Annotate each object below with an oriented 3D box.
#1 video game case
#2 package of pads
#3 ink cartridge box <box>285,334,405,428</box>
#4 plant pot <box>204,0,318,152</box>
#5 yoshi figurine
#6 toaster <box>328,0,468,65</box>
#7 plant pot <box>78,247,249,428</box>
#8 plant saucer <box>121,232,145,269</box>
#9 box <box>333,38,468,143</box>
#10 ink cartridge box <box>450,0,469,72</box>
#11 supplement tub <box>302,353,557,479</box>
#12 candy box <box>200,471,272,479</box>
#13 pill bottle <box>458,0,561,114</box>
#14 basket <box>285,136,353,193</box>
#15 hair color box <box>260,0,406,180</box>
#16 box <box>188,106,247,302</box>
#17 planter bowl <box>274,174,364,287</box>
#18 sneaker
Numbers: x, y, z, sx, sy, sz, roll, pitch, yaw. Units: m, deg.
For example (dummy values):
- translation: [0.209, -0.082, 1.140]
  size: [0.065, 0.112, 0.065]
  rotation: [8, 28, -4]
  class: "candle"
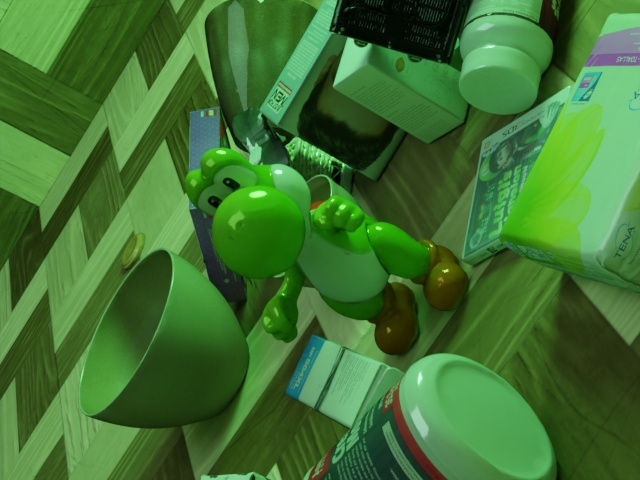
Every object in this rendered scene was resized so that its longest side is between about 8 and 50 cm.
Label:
- translation: [0.246, -0.079, 1.828]
  size: [0.173, 0.022, 0.190]
  rotation: [-33, 36, 50]
  class: "video game case"
- translation: [0.333, -0.097, 1.565]
  size: [0.296, 0.101, 0.229]
  rotation: [-64, 21, -3]
  class: "package of pads"
- translation: [0.070, 0.191, 1.733]
  size: [0.086, 0.148, 0.203]
  rotation: [-63, 22, -4]
  class: "ink cartridge box"
- translation: [-0.095, -0.272, 2.572]
  size: [0.215, 0.215, 0.230]
  rotation: [-32, 51, 50]
  class: "plant pot"
- translation: [-0.004, 0.022, 1.802]
  size: [0.203, 0.362, 0.203]
  rotation: [-1, 62, 64]
  class: "yoshi figurine"
- translation: [0.109, -0.333, 1.944]
  size: [0.110, 0.168, 0.185]
  rotation: [-87, 11, -83]
  class: "toaster"
- translation: [-0.224, 0.178, 2.311]
  size: [0.284, 0.191, 0.284]
  rotation: [-47, 26, 33]
  class: "plant pot"
- translation: [-0.388, 0.021, 3.064]
  size: [0.083, 0.013, 0.083]
  rotation: [-46, 27, 32]
  class: "plant saucer"
- translation: [0.122, -0.239, 2.076]
  size: [0.091, 0.170, 0.130]
  rotation: [-30, 38, 53]
  class: "box"
- translation: [0.202, -0.364, 2.048]
  size: [0.056, 0.171, 0.235]
  rotation: [-11, 55, 62]
  class: "ink cartridge box"
- translation: [0.095, 0.266, 1.542]
  size: [0.272, 0.191, 0.191]
  rotation: [-49, 26, 28]
  class: "supplement tub"
- translation: [-0.130, 0.417, 2.001]
  size: [0.165, 0.070, 0.196]
  rotation: [-18, 49, 59]
  class: "candy box"
- translation: [0.246, -0.280, 1.923]
  size: [0.121, 0.121, 0.221]
  rotation: [-31, 38, 51]
  class: "pill bottle"
- translation: [-0.039, -0.072, 2.314]
  size: [0.167, 0.103, 0.113]
  rotation: [-42, 30, 40]
  class: "basket"
- translation: [0.091, -0.299, 2.190]
  size: [0.374, 0.185, 0.113]
  rotation: [-59, 23, 8]
  class: "hair color box"
- translation: [-0.171, -0.062, 2.487]
  size: [0.057, 0.201, 0.293]
  rotation: [-10, 37, 3]
  class: "box"
- translation: [0.012, 0.002, 2.119]
  size: [0.162, 0.109, 0.162]
  rotation: [-46, 28, 34]
  class: "planter bowl"
- translation: [-0.070, -0.121, 2.223]
  size: [0.072, 0.077, 0.178]
  rotation: [-29, 50, 14]
  class: "sneaker"
